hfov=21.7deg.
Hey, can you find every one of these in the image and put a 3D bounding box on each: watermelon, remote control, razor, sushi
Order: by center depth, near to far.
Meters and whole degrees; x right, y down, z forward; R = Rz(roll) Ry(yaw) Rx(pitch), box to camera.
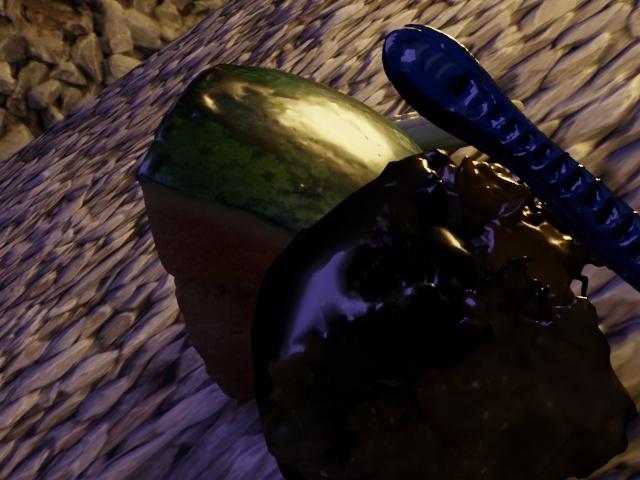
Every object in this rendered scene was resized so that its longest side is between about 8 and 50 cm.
[{"bbox_3d":[0.148,-0.006,0.840,0.093,0.324,0.056,-42,-28,-13],"label":"razor"},{"bbox_3d":[0.065,0.055,0.943,0.200,0.213,0.204,-13,33,4],"label":"sushi"},{"bbox_3d":[0.023,-0.011,1.302,0.222,0.319,0.292,8,43,20],"label":"watermelon"},{"bbox_3d":[0.067,-0.083,1.472,0.230,0.049,0.090,-10,-2,40],"label":"remote control"}]
